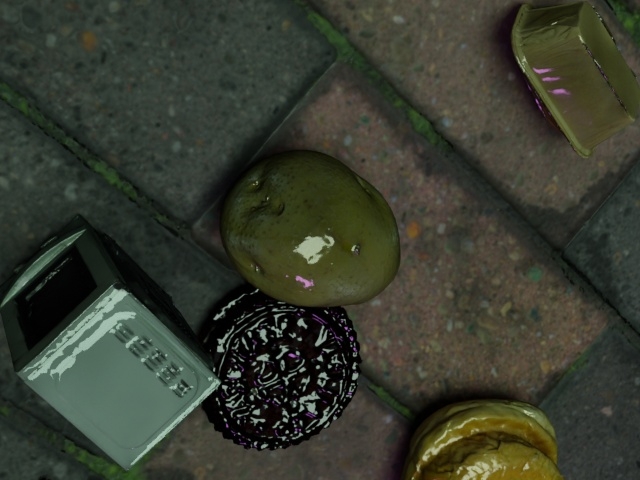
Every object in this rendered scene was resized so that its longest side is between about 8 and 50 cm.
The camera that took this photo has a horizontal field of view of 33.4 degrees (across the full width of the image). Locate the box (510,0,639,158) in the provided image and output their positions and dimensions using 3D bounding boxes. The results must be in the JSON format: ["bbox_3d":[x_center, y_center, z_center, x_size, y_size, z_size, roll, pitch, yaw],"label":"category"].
[{"bbox_3d":[0.266,-0.175,1.138,0.111,0.111,0.177,-41,116,-4],"label":"box"}]

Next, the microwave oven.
[{"bbox_3d":[-0.197,0.085,0.980,0.122,0.208,0.162,-44,117,-3],"label":"microwave oven"}]

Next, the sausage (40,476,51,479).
[{"bbox_3d":[-0.247,0.306,1.127,0.145,0.048,0.050,40,51,-27],"label":"sausage"}]

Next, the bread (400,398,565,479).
[{"bbox_3d":[0.185,0.301,1.249,0.198,0.120,0.236,4,105,-20],"label":"bread"}]

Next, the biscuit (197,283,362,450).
[{"bbox_3d":[-0.046,0.134,1.141,0.195,0.053,0.194,-6,109,-19],"label":"biscuit"}]

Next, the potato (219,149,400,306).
[{"bbox_3d":[0.000,0.000,1.073,0.157,0.157,0.194,-51,133,1],"label":"potato"}]
